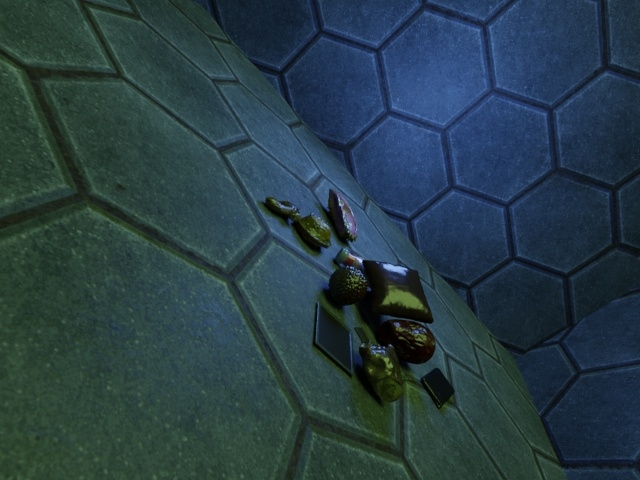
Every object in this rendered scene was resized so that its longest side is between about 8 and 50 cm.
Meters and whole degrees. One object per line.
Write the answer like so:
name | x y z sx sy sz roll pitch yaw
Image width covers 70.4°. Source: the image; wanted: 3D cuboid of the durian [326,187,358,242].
durian | 0.120 -0.117 2.518 0.191 0.112 0.341 38 29 -57

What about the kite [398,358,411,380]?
kite | 0.335 0.540 1.907 0.157 0.011 0.139 45 17 -18

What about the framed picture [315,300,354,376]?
framed picture | 0.050 0.347 1.622 0.197 0.014 0.252 44 20 -17

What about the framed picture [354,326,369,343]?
framed picture | 0.173 0.388 1.831 0.066 0.007 0.089 18 37 -58

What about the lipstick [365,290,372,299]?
lipstick | 0.239 0.263 2.165 0.234 0.053 0.053 15 39 -51

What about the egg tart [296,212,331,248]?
egg tart | -0.018 -0.050 2.079 0.213 0.090 0.212 38 17 -14

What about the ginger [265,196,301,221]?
ginger | -0.164 -0.146 2.003 0.214 0.059 0.133 25 21 -34

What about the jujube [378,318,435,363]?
jujube | 0.372 0.426 1.957 0.255 0.190 0.190 31 25 -26

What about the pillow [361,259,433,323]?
pillow | 0.345 0.220 2.046 0.306 0.108 0.307 14 42 -19

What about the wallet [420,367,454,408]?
wallet | 0.545 0.671 2.096 0.146 0.030 0.285 53 20 21

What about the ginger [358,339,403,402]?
ginger | 0.222 0.449 1.661 0.218 0.123 0.270 51 9 -6

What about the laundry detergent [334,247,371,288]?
laundry detergent | 0.223 0.153 2.169 0.335 0.087 0.159 35 26 -8

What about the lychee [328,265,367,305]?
lychee | 0.114 0.179 1.848 0.165 0.165 0.197 48 47 -7

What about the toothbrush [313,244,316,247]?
toothbrush | 0.000 0.000 2.151 0.219 0.019 0.016 -47 136 -70
